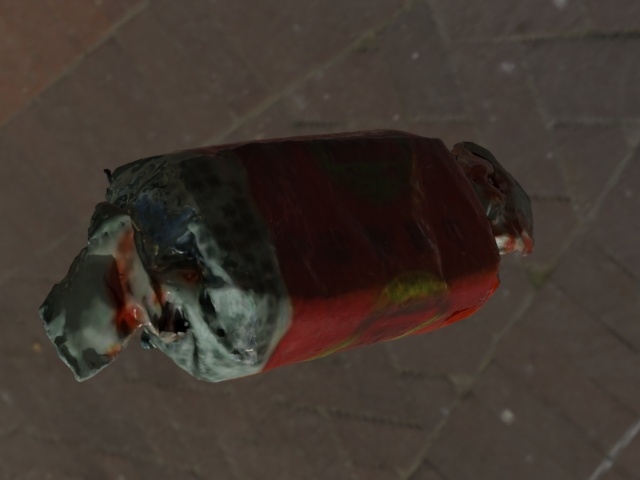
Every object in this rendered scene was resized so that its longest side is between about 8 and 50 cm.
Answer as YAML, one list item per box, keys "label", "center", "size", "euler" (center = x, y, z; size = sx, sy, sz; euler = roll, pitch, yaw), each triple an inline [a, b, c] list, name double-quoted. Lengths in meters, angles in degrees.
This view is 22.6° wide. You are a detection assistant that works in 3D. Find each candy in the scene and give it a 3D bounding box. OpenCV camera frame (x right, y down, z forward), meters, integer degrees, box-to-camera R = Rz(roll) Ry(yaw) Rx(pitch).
- label: "candy"
  center: [0.000, 0.001, 0.599]
  size: [0.059, 0.292, 0.086]
  euler: [-31, 75, 38]

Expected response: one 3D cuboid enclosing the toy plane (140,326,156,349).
- label: "toy plane"
  center: [-0.094, 0.053, 1.036]
  size: [0.080, 0.083, 0.033]
  euler: [-5, 86, 25]
